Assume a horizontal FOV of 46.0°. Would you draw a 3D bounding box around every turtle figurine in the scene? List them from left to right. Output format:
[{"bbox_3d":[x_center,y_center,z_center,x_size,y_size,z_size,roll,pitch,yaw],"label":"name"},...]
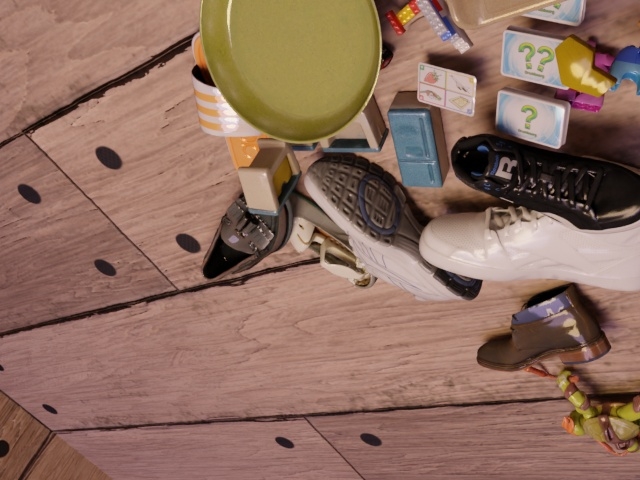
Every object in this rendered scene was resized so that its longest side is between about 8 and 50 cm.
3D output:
[{"bbox_3d":[0.453,0.266,1.155,0.269,0.087,0.217,43,138,-20],"label":"turtle figurine"}]

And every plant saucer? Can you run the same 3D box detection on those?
[{"bbox_3d":[-0.031,-0.231,0.857,0.241,0.037,0.241,15,120,27],"label":"plant saucer"}]

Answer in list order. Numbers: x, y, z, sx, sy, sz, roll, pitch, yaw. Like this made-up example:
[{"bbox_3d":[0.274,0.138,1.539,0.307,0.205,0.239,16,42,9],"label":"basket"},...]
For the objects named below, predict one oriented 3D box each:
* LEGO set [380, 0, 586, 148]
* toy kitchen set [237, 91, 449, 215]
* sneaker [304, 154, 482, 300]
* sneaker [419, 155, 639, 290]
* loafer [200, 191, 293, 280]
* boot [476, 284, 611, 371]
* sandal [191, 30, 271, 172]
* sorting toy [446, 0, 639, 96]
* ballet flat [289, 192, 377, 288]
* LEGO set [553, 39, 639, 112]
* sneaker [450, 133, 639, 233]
[{"bbox_3d":[0.142,-0.203,0.784,0.244,0.060,0.182,25,135,33],"label":"LEGO set"},{"bbox_3d":[0.033,-0.085,0.931,0.207,0.166,0.122,4,136,25],"label":"toy kitchen set"},{"bbox_3d":[0.086,0.001,1.052,0.297,0.111,0.129,40,145,-15],"label":"sneaker"},{"bbox_3d":[0.268,-0.035,0.919,0.292,0.108,0.169,4,135,11],"label":"sneaker"},{"bbox_3d":[-0.116,0.000,1.131,0.096,0.084,0.267,50,151,5],"label":"loafer"},{"bbox_3d":[0.308,0.127,1.113,0.219,0.082,0.106,-18,102,46],"label":"boot"},{"bbox_3d":[-0.109,-0.151,1.007,0.102,0.076,0.265,7,137,22],"label":"sandal"},{"bbox_3d":[0.214,-0.272,0.660,0.229,0.041,0.307,-10,107,33],"label":"sorting toy"},{"bbox_3d":[0.000,0.000,1.123,0.213,0.068,0.072,33,141,-7],"label":"ballet flat"},{"bbox_3d":[0.359,-0.170,0.737,0.227,0.093,0.087,13,171,9],"label":"LEGO set"},{"bbox_3d":[0.231,-0.061,0.799,0.217,0.079,0.121,19,-173,43],"label":"sneaker"}]
